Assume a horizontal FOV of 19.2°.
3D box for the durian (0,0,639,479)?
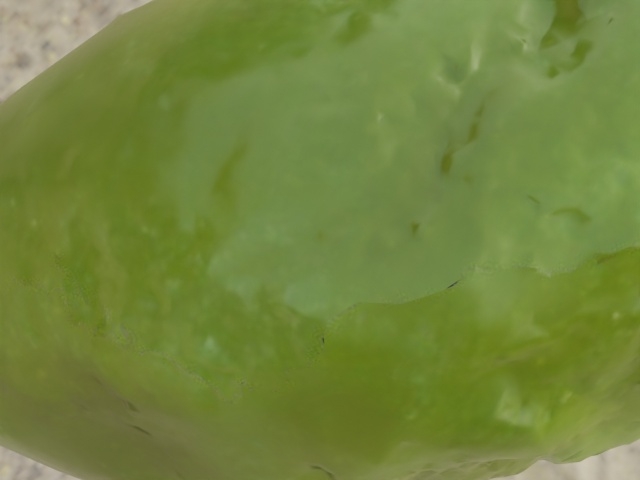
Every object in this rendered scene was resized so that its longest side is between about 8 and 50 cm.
[{"bbox_3d":[0.000,0.000,0.690,0.339,0.256,0.205,-18,88,-5],"label":"durian"}]
